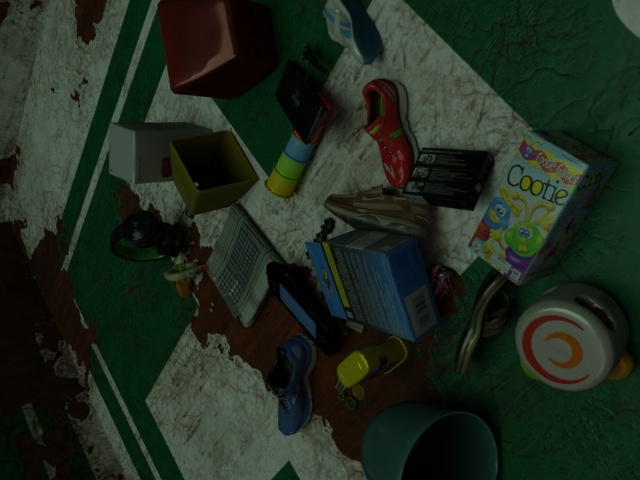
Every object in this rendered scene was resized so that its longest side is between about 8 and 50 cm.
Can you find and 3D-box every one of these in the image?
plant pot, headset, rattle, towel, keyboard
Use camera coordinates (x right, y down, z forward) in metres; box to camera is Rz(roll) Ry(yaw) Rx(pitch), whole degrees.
[{"bbox_3d":[-0.365,-0.203,2.079,0.212,0.212,0.187,59,144,20],"label":"plant pot"},{"bbox_3d":[-0.592,-0.046,2.336,0.394,0.243,0.185,-24,59,31],"label":"headset"},{"bbox_3d":[0.234,0.520,1.537,0.235,0.293,0.293,6,102,59],"label":"plant pot"},{"bbox_3d":[-0.464,0.150,2.305,0.200,0.130,0.142,1,97,38],"label":"rattle"},{"bbox_3d":[-0.280,-0.581,1.887,0.236,0.267,0.267,-8,92,34],"label":"plant pot"},{"bbox_3d":[-0.267,0.090,2.129,0.312,0.056,0.324,50,130,27],"label":"towel"},{"bbox_3d":[-0.041,-0.411,1.740,0.201,0.033,0.317,-64,33,28],"label":"keyboard"}]

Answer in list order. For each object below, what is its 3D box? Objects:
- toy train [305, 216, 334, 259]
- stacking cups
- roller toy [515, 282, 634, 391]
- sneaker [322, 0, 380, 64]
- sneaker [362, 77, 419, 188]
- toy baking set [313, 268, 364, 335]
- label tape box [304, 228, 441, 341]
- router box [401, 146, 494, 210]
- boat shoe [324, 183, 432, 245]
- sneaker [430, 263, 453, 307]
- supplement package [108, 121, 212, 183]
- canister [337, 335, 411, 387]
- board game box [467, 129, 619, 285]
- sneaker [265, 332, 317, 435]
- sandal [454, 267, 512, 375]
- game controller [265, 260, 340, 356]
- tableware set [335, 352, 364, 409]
[{"bbox_3d":[0.000,0.000,1.855,0.036,0.027,0.158,43,126,19],"label":"toy train"},{"bbox_3d":[-0.058,-0.271,1.827,0.096,0.096,0.316,47,123,30],"label":"stacking cups"},{"bbox_3d":[0.503,0.187,1.280,0.209,0.146,0.191,0,107,40],"label":"roller toy"},{"bbox_3d":[0.078,-0.531,1.639,0.092,0.087,0.228,-47,57,48],"label":"sneaker"},{"bbox_3d":[0.156,-0.258,1.576,0.107,0.118,0.279,-15,86,48],"label":"sneaker"},{"bbox_3d":[0.062,0.141,1.817,0.256,0.030,0.197,50,124,22],"label":"toy baking set"},{"bbox_3d":[0.126,0.098,1.624,0.334,0.106,0.240,10,125,55],"label":"label tape box"},{"bbox_3d":[0.288,-0.143,1.467,0.179,0.046,0.133,13,72,44],"label":"router box"},{"bbox_3d":[0.149,-0.078,1.635,0.324,0.123,0.116,18,78,40],"label":"boat shoe"},{"bbox_3d":[0.293,0.119,1.564,0.057,0.047,0.119,20,113,30],"label":"sneaker"},{"bbox_3d":[-0.537,-0.299,2.162,0.175,0.293,0.177,22,114,42],"label":"supplement package"},{"bbox_3d":[0.138,0.312,1.665,0.126,0.170,0.073,-49,63,40],"label":"canister"},{"bbox_3d":[0.442,-0.069,1.296,0.142,0.144,0.275,42,125,33],"label":"board game box"},{"bbox_3d":[-0.108,0.448,1.965,0.130,0.147,0.330,19,111,43],"label":"sneaker"},{"bbox_3d":[0.381,0.177,1.450,0.086,0.120,0.303,20,116,12],"label":"sandal"},{"bbox_3d":[-0.056,0.200,1.884,0.319,0.067,0.166,47,148,27],"label":"game controller"},{"bbox_3d":[0.090,0.407,1.840,0.104,0.024,0.154,43,125,32],"label":"tableware set"}]
